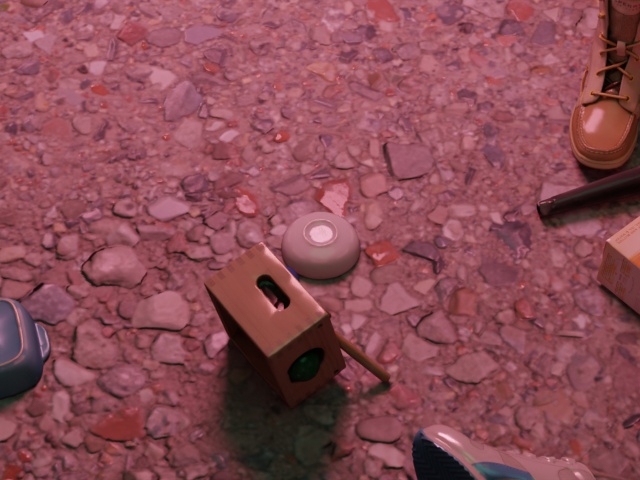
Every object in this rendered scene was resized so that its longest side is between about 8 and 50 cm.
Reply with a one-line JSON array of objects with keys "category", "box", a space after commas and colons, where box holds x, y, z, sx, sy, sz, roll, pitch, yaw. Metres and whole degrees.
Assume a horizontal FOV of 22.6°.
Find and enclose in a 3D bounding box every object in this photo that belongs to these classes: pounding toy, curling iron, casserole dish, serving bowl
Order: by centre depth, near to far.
[{"category": "pounding toy", "box": [-0.021, 0.088, 1.544, 0.100, 0.130, 0.141, -37, 59, -11]}, {"category": "casserole dish", "box": [-0.362, 0.110, 1.575, 0.188, 0.037, 0.114, -12, 53, -11]}, {"category": "serving bowl", "box": [0.000, 0.000, 1.667, 0.083, 0.027, 0.083, -1, 52, 1]}, {"category": "curling iron", "box": [0.364, -0.061, 1.710, 0.274, 0.035, 0.068, -9, 52, -7]}]

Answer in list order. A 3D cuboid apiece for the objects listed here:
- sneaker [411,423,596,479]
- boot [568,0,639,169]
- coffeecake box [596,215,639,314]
[{"category": "sneaker", "box": [0.187, 0.234, 1.450, 0.229, 0.087, 0.092, 32, 51, 15]}, {"category": "boot", "box": [0.323, -0.197, 1.735, 0.077, 0.165, 0.213, 13, 51, 11]}, {"category": "coffeecake box", "box": [0.397, 0.040, 1.608, 0.142, 0.068, 0.185, -33, 59, -26]}]
